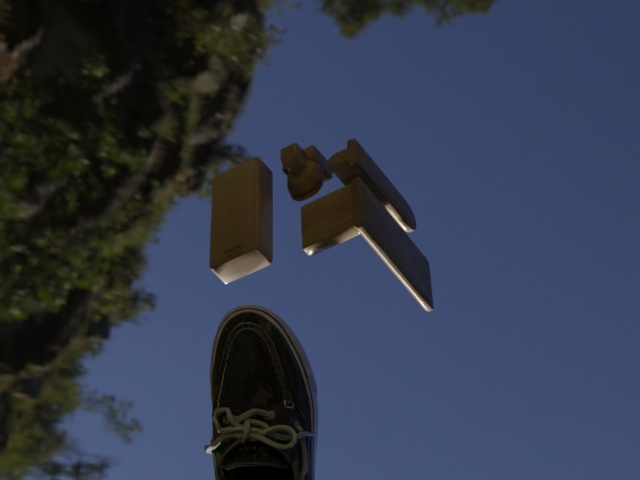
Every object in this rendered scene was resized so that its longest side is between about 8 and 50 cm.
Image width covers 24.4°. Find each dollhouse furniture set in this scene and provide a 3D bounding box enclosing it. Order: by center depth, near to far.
[{"bbox_3d":[0.000,0.000,1.303,0.151,0.123,0.144,-24,-138,21],"label":"dollhouse furniture set"}]

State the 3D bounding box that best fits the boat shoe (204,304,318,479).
[{"bbox_3d":[-0.063,0.208,1.478,0.113,0.105,0.306,-4,-104,9],"label":"boat shoe"}]
